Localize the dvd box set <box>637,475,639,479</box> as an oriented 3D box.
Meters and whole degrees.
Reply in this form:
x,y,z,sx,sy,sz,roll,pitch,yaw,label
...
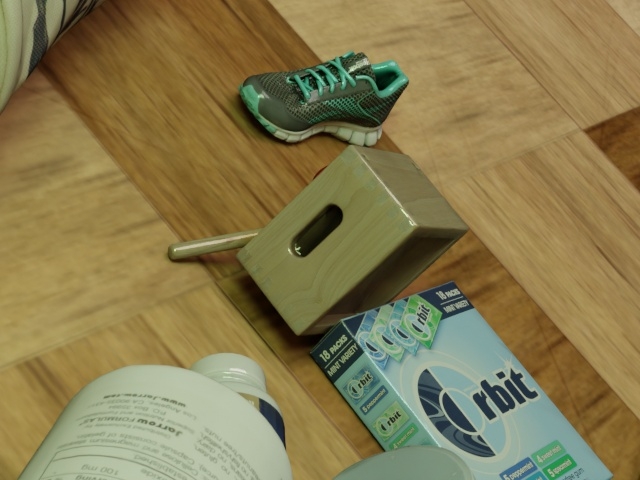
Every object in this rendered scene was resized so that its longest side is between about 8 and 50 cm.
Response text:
x,y,z,sx,sy,sz,roll,pitch,yaw,label
0.329,0.297,1.165,0.307,0.062,0.420,45,30,4,dvd box set

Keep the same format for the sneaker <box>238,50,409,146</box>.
x,y,z,sx,sy,sz,roll,pitch,yaw,label
0.005,-0.121,1.301,0.166,0.076,0.065,-3,52,-51,sneaker

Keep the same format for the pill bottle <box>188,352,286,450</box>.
x,y,z,sx,sy,sz,roll,pitch,yaw,label
-0.052,0.123,0.937,0.067,0.067,0.120,26,34,-26,pill bottle

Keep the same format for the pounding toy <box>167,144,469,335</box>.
x,y,z,sx,sy,sz,roll,pitch,yaw,label
0.000,0.000,1.111,0.100,0.141,0.130,52,17,15,pounding toy

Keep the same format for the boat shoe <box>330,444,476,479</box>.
x,y,z,sx,sy,sz,roll,pitch,yaw,label
0.023,0.267,0.729,0.156,0.135,0.367,64,25,-27,boat shoe

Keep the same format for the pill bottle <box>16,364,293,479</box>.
x,y,z,sx,sy,sz,roll,pitch,yaw,label
-0.101,0.168,0.760,0.131,0.131,0.229,39,31,-7,pill bottle

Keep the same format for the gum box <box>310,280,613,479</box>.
x,y,z,sx,sy,sz,roll,pitch,yaw,label
0.100,0.121,1.141,0.184,0.041,0.157,51,32,16,gum box

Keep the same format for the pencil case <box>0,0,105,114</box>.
x,y,z,sx,sy,sz,roll,pitch,yaw,label
-0.196,-0.201,1.076,0.160,0.183,0.410,35,33,-3,pencil case
